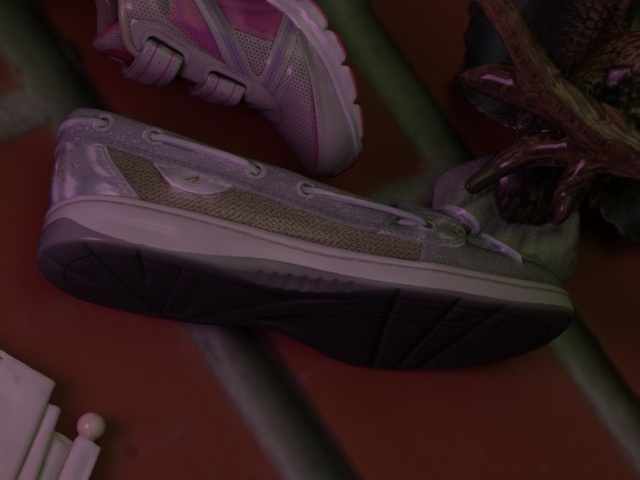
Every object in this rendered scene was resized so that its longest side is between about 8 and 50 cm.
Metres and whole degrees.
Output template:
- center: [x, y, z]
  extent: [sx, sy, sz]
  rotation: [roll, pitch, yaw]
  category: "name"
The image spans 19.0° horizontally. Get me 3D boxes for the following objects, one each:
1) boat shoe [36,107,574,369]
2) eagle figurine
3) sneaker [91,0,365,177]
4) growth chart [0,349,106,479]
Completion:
- center: [-0.002, 0.001, 1.113]
  extent: [0.320, 0.118, 0.103]
  rotation: [10, 63, -13]
  category: "boat shoe"
- center: [0.200, -0.107, 1.257]
  extent: [0.298, 0.225, 0.226]
  rotation: [-48, 135, -65]
  category: "eagle figurine"
- center: [-0.077, -0.128, 1.163]
  extent: [0.111, 0.103, 0.252]
  rotation: [-42, 93, -15]
  category: "sneaker"
- center: [-0.228, 0.100, 1.002]
  extent: [0.237, 0.021, 0.172]
  rotation: [34, 54, -5]
  category: "growth chart"
